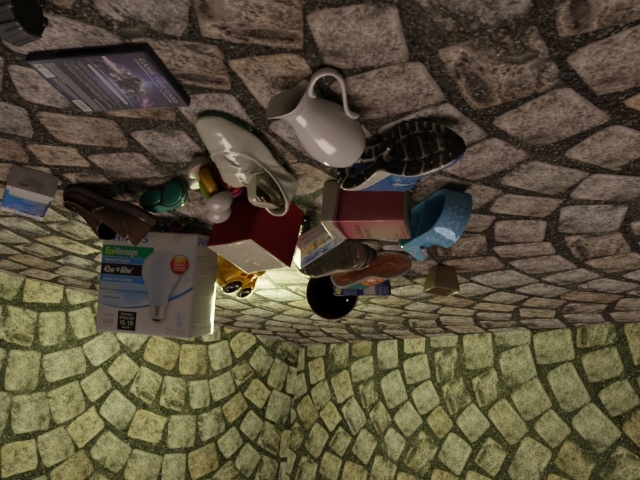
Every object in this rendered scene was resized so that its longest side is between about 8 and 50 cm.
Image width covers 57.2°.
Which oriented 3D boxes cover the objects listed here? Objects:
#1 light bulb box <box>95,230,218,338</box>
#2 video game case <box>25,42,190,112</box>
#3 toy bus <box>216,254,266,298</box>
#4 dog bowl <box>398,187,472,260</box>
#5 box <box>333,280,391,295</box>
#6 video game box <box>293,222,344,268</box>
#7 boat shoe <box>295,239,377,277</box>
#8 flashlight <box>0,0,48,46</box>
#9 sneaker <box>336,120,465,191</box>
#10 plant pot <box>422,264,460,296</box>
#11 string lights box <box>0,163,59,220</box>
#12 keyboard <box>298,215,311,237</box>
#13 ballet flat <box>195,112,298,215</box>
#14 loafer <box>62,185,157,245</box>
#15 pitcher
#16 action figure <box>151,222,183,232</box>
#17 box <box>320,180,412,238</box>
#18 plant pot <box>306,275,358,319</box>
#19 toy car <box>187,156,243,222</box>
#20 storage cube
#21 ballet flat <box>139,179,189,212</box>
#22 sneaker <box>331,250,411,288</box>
[{"bbox_3d":[-0.575,0.150,2.101,0.358,0.361,0.225,2,176,10],"label":"light bulb box"},{"bbox_3d":[-0.443,-0.338,1.244,0.274,0.026,0.196,0,160,14],"label":"video game case"},{"bbox_3d":[-0.287,0.103,2.273,0.211,0.149,0.220,-33,152,11],"label":"toy bus"},{"bbox_3d":[0.313,-0.049,1.654,0.074,0.166,0.297,24,157,-13],"label":"dog bowl"},{"bbox_3d":[0.159,0.146,2.280,0.225,0.136,0.036,-2,-174,21],"label":"box"},{"bbox_3d":[0.000,0.000,1.887,0.187,0.048,0.205,-35,165,-12],"label":"video game box"},{"bbox_3d":[0.053,0.073,2.107,0.130,0.132,0.355,10,171,-43],"label":"boat shoe"},{"bbox_3d":[-0.631,-0.373,1.079,0.304,0.103,0.103,-3,158,26],"label":"flashlight"},{"bbox_3d":[0.198,-0.188,1.377,0.330,0.130,0.147,-9,170,44],"label":"sneaker"},{"bbox_3d":[0.468,0.153,2.264,0.109,0.096,0.109,11,160,-13],"label":"plant pot"},{"bbox_3d":[-0.921,-0.145,1.851,0.133,0.077,0.259,17,158,-28],"label":"string lights box"},{"bbox_3d":[-0.142,-0.024,2.001,0.201,0.033,0.317,12,155,-1],"label":"keyboard"},{"bbox_3d":[-0.174,-0.171,1.480,0.139,0.139,0.400,-4,158,26],"label":"ballet flat"},{"bbox_3d":[-0.680,-0.073,1.820,0.366,0.130,0.134,15,167,30],"label":"loafer"},{"bbox_3d":[0.018,-0.255,1.227,0.178,0.125,0.207,-28,132,34],"label":"pitcher"},{"bbox_3d":[-0.549,-0.044,2.105,0.115,0.030,0.038,5,165,4],"label":"action figure"},{"bbox_3d":[0.132,-0.084,1.641,0.232,0.127,0.148,-1,160,17],"label":"box"},{"bbox_3d":[0.072,0.222,2.456,0.215,0.215,0.230,1,174,14],"label":"plant pot"},{"bbox_3d":[-0.274,-0.149,1.596,0.136,0.159,0.182,-27,168,-17],"label":"toy car"},{"bbox_3d":[-0.188,-0.032,1.744,0.183,0.193,0.215,-9,146,36],"label":"storage cube"},{"bbox_3d":[-0.448,-0.129,1.766,0.247,0.083,0.087,-7,166,44],"label":"ballet flat"},{"bbox_3d":[0.193,0.115,2.192,0.302,0.108,0.121,-13,165,10],"label":"sneaker"}]
